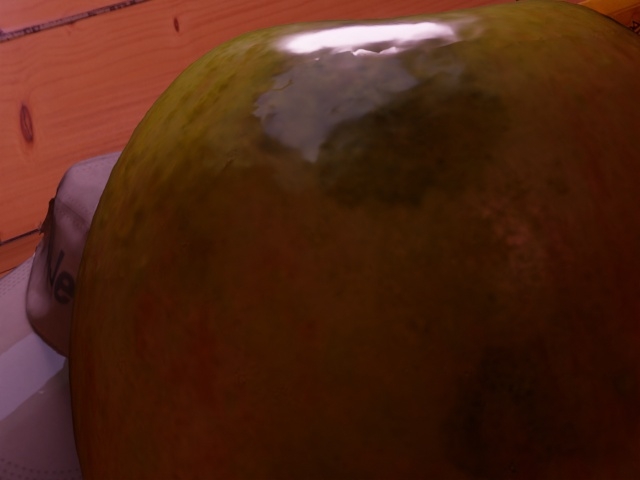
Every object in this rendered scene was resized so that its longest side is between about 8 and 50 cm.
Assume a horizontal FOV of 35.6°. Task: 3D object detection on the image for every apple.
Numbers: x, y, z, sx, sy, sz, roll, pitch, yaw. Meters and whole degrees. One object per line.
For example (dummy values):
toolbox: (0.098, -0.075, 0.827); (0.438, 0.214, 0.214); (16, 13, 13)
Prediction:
apple: (0.043, 0.047, 0.477); (0.340, 0.339, 0.339); (-17, 12, 4)

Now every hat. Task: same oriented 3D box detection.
hat: (-0.151, 0.047, 0.624); (0.214, 0.149, 0.245); (28, 37, 21)

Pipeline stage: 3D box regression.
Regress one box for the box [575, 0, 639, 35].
box: (0.294, -0.181, 1.298); (0.264, 0.115, 0.415); (-26, -6, -29)
